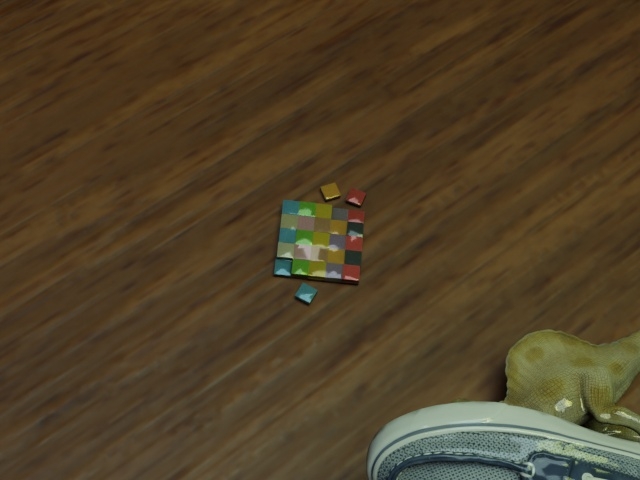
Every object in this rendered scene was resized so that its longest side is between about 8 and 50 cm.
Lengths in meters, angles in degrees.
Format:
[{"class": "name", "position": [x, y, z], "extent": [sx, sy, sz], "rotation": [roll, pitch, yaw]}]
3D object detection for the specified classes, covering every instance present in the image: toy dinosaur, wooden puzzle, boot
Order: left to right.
[{"class": "wooden puzzle", "position": [0.000, 0.000, 0.654], "extent": [0.049, 0.006, 0.083], "rotation": [6, 59, -1]}, {"class": "boot", "position": [0.114, 0.131, 0.511], "extent": [0.190, 0.069, 0.086], "rotation": [7, 30, 0]}, {"class": "toy dinosaur", "position": [0.143, 0.083, 0.592], "extent": [0.183, 0.053, 0.092], "rotation": [-22, 63, -17]}]
